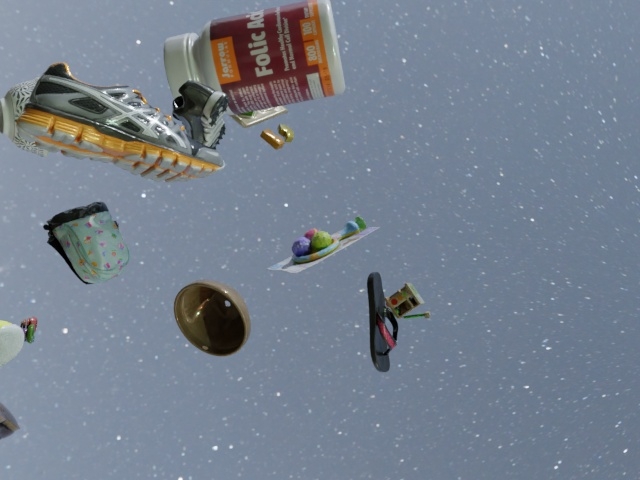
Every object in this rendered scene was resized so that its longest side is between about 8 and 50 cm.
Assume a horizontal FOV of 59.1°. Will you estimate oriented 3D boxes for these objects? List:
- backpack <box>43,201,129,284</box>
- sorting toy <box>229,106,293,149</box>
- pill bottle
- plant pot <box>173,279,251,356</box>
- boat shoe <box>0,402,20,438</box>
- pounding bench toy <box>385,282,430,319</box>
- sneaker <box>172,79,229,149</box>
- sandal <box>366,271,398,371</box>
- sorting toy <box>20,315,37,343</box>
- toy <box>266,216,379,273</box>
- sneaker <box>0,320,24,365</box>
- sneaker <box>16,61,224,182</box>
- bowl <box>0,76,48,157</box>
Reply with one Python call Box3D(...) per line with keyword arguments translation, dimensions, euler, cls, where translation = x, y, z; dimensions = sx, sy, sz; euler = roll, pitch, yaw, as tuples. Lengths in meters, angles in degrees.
Box3D(translation=(-0.524, 0.011, 1.298), dimensions=(0.115, 0.152, 0.182), euler=(-25, -89, 50), cls="backpack")
Box3D(translation=(-0.184, -0.373, 1.548), dimensions=(0.307, 0.229, 0.041), euler=(41, -54, 10), cls="sorting toy")
Box3D(translation=(-0.151, -0.424, 1.340), dimensions=(0.392, 0.224, 0.224), euler=(-10, -105, 5), cls="pill bottle")
Box3D(translation=(-0.291, 0.205, 1.619), dimensions=(0.238, 0.110, 0.237), euler=(10, -64, 21), cls="plant pot")
Box3D(translation=(-0.580, 0.315, 0.973), dimensions=(0.073, 0.073, 0.207), euler=(46, -26, 8), cls="boat shoe")
Box3D(translation=(0.180, 0.140, 1.168), dimensions=(0.065, 0.052, 0.083), euler=(-37, -105, 14), cls="pounding bench toy")
Box3D(translation=(-0.249, -0.245, 1.142), dimensions=(0.078, 0.106, 0.234), euler=(-58, -178, -26), cls="sneaker")
Box3D(translation=(0.106, 0.140, 0.935), dimensions=(0.040, 0.067, 0.179), euler=(-1, -74, 19), cls="sandal")
Box3D(translation=(-0.782, 0.241, 1.498), dimensions=(0.102, 0.042, 0.061), euler=(-137, -124, -66), cls="sorting toy")
Box3D(translation=(0.000, 0.000, 1.261), dimensions=(0.137, 0.237, 0.056), euler=(1, -68, 59), cls="toy")
Box3D(translation=(-0.607, 0.162, 0.894), dimensions=(0.126, 0.240, 0.091), euler=(19, -81, 24), cls="sneaker")
Box3D(translation=(-0.197, -0.119, 0.600), dimensions=(0.084, 0.215, 0.083), euler=(-13, -113, 49), cls="sneaker")
Box3D(translation=(-0.631, -0.259, 1.190), dimensions=(0.170, 0.080, 0.170), euler=(15, -71, 51), cls="bowl")
